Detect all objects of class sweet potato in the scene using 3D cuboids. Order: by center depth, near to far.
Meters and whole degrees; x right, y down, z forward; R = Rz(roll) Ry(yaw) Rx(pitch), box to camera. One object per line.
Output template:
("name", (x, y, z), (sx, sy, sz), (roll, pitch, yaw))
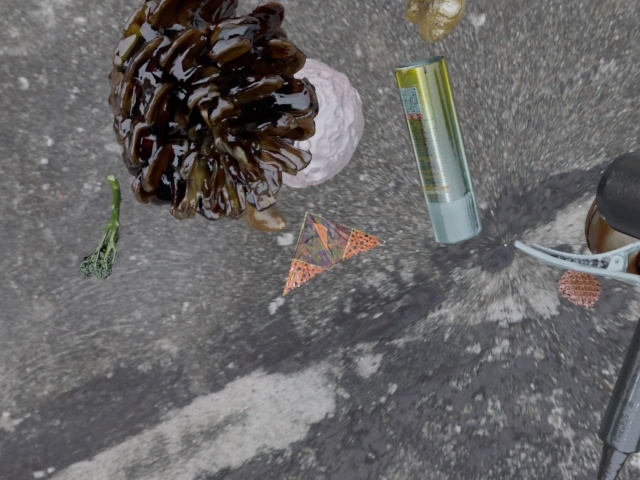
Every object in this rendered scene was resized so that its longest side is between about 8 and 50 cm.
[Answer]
("sweet potato", (-0.143, -0.104, 1.851), (0.114, 0.341, 0.092), (-39, 120, 17))

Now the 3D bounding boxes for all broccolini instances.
("broccolini", (-0.307, -0.023, 1.132), (0.054, 0.052, 0.194), (24, 123, 7))

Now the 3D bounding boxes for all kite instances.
("kite", (0.000, 0.000, 1.465), (0.222, 0.008, 0.125), (-28, 99, -7))

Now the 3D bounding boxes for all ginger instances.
("ginger", (0.181, -0.362, 1.272), (0.067, 0.165, 0.096), (17, 90, -21))

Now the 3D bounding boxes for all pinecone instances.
("pinecone", (-0.126, -0.164, 0.932), (0.242, 0.298, 0.296), (-16, 62, -11))

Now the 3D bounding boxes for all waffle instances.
("waffle", (0.470, 0.086, 1.425), (0.075, 0.029, 0.083), (32, 53, 16))

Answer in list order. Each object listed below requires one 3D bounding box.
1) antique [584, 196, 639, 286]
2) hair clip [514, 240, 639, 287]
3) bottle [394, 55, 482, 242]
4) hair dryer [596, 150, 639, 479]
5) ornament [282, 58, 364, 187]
("antique", (0.576, -0.013, 1.344), (0.223, 0.278, 0.129), (-24, 44, 12))
("hair clip", (0.233, 0.011, 0.704), (0.115, 0.030, 0.039), (12, 79, 29))
("bottle", (0.187, -0.138, 1.230), (0.082, 0.082, 0.286), (-11, 106, 13))
("hair dryer", (0.241, 0.062, 0.591), (0.070, 0.128, 0.255), (10, 104, -29))
("ornament", (-0.031, -0.232, 1.570), (0.225, 0.259, 0.259), (27, 96, -1))
